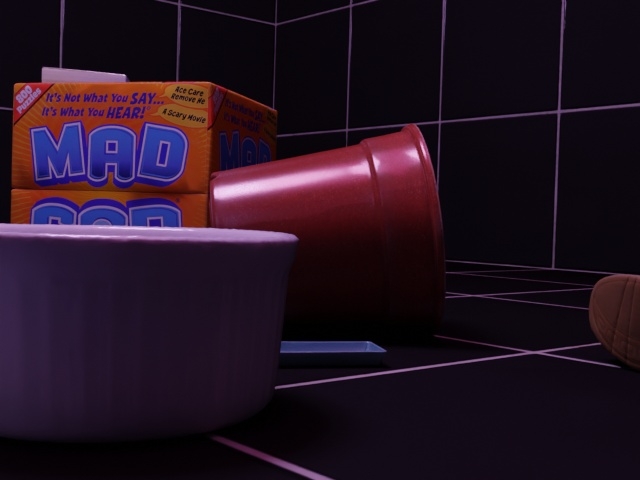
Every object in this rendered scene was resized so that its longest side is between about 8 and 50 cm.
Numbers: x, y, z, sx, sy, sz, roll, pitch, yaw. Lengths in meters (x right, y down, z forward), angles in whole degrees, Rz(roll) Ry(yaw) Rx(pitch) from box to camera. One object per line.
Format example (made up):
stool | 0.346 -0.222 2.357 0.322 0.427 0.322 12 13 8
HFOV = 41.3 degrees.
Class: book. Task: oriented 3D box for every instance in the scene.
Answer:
book | -0.414 -0.280 1.519 0.144 0.035 0.096 2 -1 -4

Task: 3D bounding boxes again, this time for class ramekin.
ramekin | -0.156 0.057 0.640 0.277 0.135 0.277 1 2 0

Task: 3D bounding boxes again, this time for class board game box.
board game box | -0.302 -0.083 1.540 0.356 0.356 0.356 3 2 14

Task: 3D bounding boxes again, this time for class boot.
boot | 0.426 0.087 0.855 0.203 0.095 0.262 0 4 -27

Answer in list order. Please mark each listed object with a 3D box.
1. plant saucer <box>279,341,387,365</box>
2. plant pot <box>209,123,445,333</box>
plant saucer | -0.034 0.114 0.851 0.192 0.018 0.067 2 1 -11
plant pot | 0.000 0.000 1.086 0.265 0.272 0.272 -7 2 -4
